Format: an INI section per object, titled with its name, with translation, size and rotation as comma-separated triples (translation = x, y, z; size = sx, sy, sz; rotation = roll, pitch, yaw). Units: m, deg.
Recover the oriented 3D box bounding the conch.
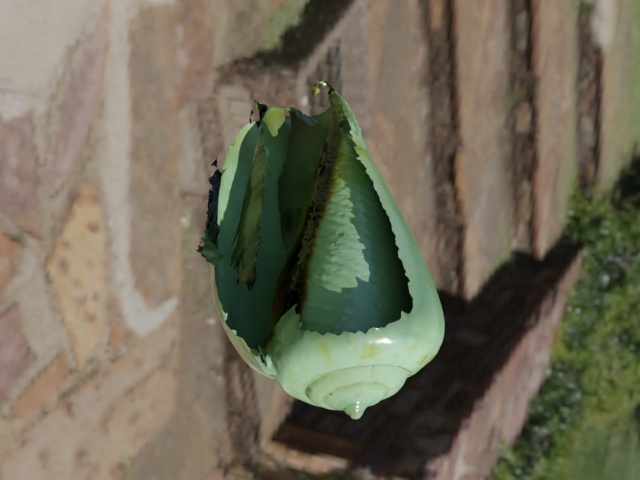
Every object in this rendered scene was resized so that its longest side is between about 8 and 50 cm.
[conch]
translation = -0.010, 0.003, 0.901
size = 0.137, 0.143, 0.251
rotation = 88, -20, -74
